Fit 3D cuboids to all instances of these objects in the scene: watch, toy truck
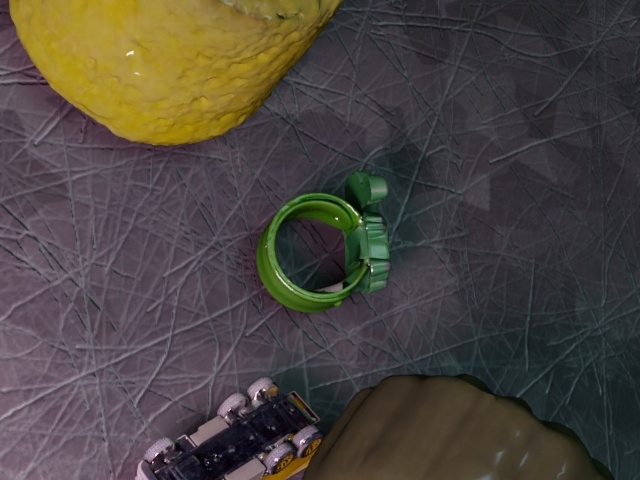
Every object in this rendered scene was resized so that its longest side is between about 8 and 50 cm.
[{"bbox_3d":[0.000,0.000,1.635,0.152,0.131,0.165,-4,78,-14],"label":"watch"},{"bbox_3d":[-0.092,0.240,1.477,0.227,0.114,0.098,-28,63,-36],"label":"toy truck"}]

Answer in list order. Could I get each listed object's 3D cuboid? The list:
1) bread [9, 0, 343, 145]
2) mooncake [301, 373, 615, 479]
[{"bbox_3d":[-0.152,-0.307,1.524,0.348,0.308,0.348,12,64,-25],"label":"bread"},{"bbox_3d":[0.147,0.293,1.466,0.351,0.351,0.187,42,59,-12],"label":"mooncake"}]
